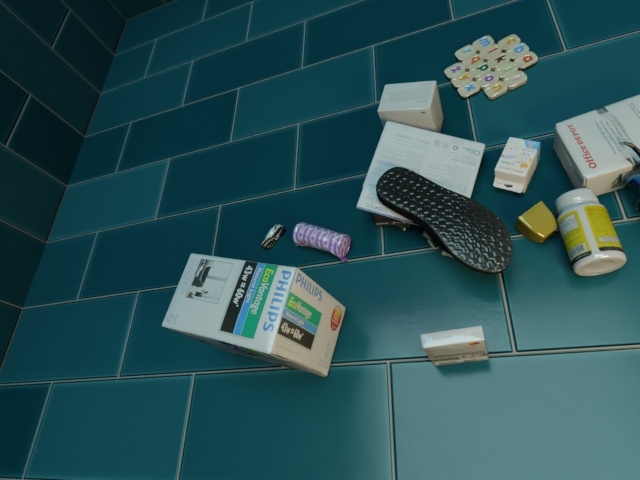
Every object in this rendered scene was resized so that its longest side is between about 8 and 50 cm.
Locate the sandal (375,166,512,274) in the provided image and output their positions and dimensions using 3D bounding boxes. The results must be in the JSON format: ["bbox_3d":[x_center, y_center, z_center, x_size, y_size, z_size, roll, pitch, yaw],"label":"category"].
[{"bbox_3d":[0.353,-0.062,1.241,0.167,0.107,0.445,-43,60,-8],"label":"sandal"}]

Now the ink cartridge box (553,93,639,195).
[{"bbox_3d":[0.830,-0.265,1.193,0.289,0.121,0.211,-17,58,15],"label":"ink cartridge box"}]

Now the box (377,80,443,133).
[{"bbox_3d":[0.313,-0.433,1.485,0.181,0.181,0.119,6,65,27],"label":"box"}]

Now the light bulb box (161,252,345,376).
[{"bbox_3d":[-0.173,0.218,1.246,0.360,0.358,0.226,6,68,28],"label":"light bulb box"}]

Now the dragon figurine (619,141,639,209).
[{"bbox_3d":[0.831,-0.116,1.058,0.085,0.289,0.144,-22,21,17],"label":"dragon figurine"}]

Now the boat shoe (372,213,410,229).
[{"bbox_3d":[0.266,-0.069,1.396,0.205,0.075,0.065,8,110,22],"label":"boat shoe"}]

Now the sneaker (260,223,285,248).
[{"bbox_3d":[-0.177,-0.015,1.574,0.109,0.040,0.043,-45,38,-8],"label":"sneaker"}]

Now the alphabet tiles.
[{"bbox_3d":[0.605,-0.624,1.553,0.277,0.021,0.284,-26,56,10],"label":"alphabet tiles"}]

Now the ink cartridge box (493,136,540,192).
[{"bbox_3d":[0.588,-0.220,1.299,0.092,0.090,0.143,20,73,31],"label":"ink cartridge box"}]

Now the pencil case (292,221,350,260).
[{"bbox_3d":[0.000,0.000,1.455,0.206,0.086,0.088,16,105,33],"label":"pencil case"}]

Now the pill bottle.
[{"bbox_3d":[0.694,-0.024,1.127,0.119,0.119,0.209,-12,60,19],"label":"pill bottle"}]

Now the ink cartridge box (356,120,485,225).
[{"bbox_3d":[0.314,-0.193,1.367,0.323,0.071,0.330,18,75,12],"label":"ink cartridge box"}]

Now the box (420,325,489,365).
[{"bbox_3d":[0.341,0.269,1.088,0.145,0.186,0.038,-13,59,19],"label":"box"}]

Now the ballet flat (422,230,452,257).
[{"bbox_3d":[0.373,0.016,1.302,0.168,0.057,0.052,50,120,39],"label":"ballet flat"}]

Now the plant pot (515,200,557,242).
[{"bbox_3d":[0.607,-0.043,1.204,0.081,0.081,0.083,-37,63,2],"label":"plant pot"}]
